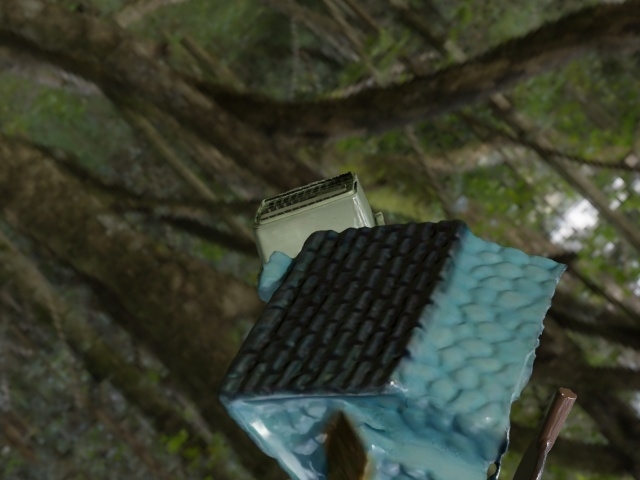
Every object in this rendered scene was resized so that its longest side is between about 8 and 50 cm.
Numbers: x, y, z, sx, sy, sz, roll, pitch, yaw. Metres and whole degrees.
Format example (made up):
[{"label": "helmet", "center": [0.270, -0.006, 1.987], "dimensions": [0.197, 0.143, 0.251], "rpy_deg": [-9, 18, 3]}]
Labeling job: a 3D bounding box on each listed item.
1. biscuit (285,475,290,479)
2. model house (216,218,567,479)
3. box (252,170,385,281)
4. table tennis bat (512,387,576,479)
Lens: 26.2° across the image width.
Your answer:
[{"label": "biscuit", "center": [0.005, 0.271, 1.458], "dimensions": [0.168, 0.082, 0.070], "rpy_deg": [-44, 143, -34]}, {"label": "model house", "center": [0.035, 0.124, 1.076], "dimensions": [0.261, 0.241, 0.226], "rpy_deg": [-58, 167, -54]}, {"label": "box", "center": [0.000, 0.000, 2.266], "dimensions": [0.221, 0.166, 0.290], "rpy_deg": [-19, -170, 5]}, {"label": "table tennis bat", "center": [0.169, 0.205, 1.385], "dimensions": [0.107, 0.119, 0.170], "rpy_deg": [-63, 175, -70]}]
